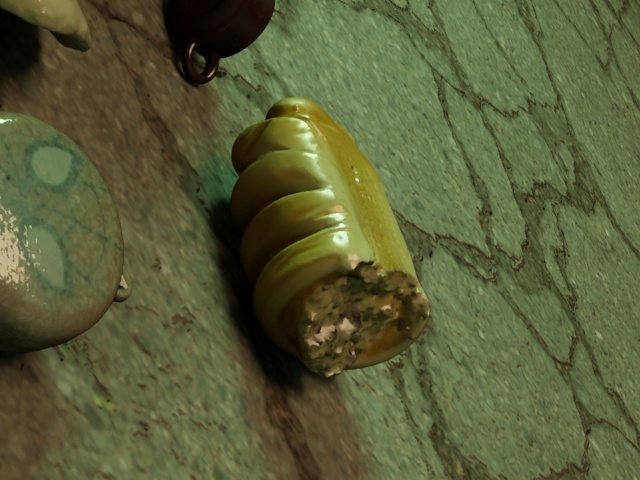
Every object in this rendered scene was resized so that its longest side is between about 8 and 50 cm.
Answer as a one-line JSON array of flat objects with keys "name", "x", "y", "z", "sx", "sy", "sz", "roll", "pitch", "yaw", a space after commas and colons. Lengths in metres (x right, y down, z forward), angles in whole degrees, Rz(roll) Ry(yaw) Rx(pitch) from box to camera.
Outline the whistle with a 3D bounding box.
[{"name": "whistle", "x": -0.163, "y": -0.019, "z": 0.736, "sx": 0.220, "sy": 0.057, "sz": 0.107, "roll": 31, "pitch": 48, "yaw": -42}]

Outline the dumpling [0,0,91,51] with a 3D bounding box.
[{"name": "dumpling", "x": -0.171, "y": -0.199, "z": 0.854, "sx": 0.162, "sy": 0.132, "sz": 0.250, "roll": -99, "pitch": 167, "yaw": -61}]

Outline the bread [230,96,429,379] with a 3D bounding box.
[{"name": "bread", "x": 0.000, "y": 0.000, "z": 1.023, "sx": 0.119, "sy": 0.084, "sz": 0.177, "roll": 37, "pitch": 30, "yaw": -48}]

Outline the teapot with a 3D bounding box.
[{"name": "teapot", "x": -0.061, "y": -0.142, "z": 1.104, "sx": 0.045, "sy": 0.068, "sz": 0.100, "roll": 39, "pitch": 64, "yaw": -46}]
